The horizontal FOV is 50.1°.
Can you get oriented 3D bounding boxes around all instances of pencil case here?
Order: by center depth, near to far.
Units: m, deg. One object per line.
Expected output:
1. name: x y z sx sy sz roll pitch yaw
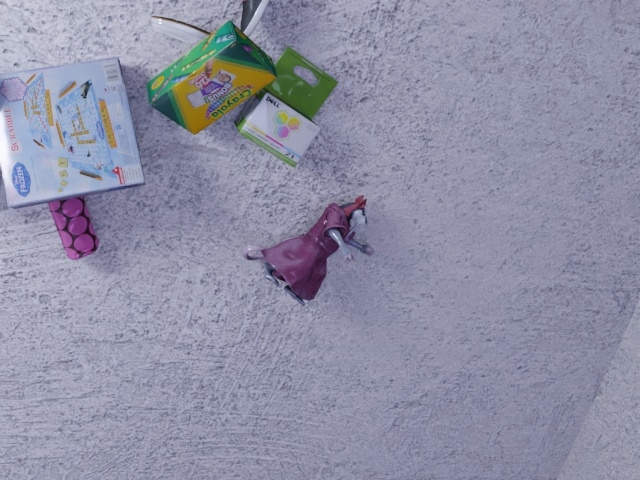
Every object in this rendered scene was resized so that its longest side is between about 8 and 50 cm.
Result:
1. pencil case: -0.650 -0.057 1.805 0.098 0.095 0.209 -22 123 -25

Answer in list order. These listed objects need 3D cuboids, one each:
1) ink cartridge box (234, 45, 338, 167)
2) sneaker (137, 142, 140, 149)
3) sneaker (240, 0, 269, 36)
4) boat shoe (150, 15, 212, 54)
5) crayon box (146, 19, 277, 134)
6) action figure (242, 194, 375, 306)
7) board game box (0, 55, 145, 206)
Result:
1. ink cartridge box: -0.082 -0.358 1.834 0.189 0.097 0.255 30 104 -27
2. sneaker: -0.600 -0.244 1.725 0.279 0.107 0.118 -6 107 -18
3. sneaker: -0.183 -0.656 1.663 0.147 0.104 0.295 15 103 -21
4. boat shoe: -0.298 -0.476 1.709 0.277 0.098 0.096 17 108 -25
5. crayon box: -0.269 -0.395 1.688 0.279 0.081 0.165 -30 146 21
6. action figure: 0.000 0.000 2.021 0.276 0.248 0.370 37 86 14
7. board game box: -0.613 -0.261 1.652 0.318 0.066 0.318 -11 88 -12
